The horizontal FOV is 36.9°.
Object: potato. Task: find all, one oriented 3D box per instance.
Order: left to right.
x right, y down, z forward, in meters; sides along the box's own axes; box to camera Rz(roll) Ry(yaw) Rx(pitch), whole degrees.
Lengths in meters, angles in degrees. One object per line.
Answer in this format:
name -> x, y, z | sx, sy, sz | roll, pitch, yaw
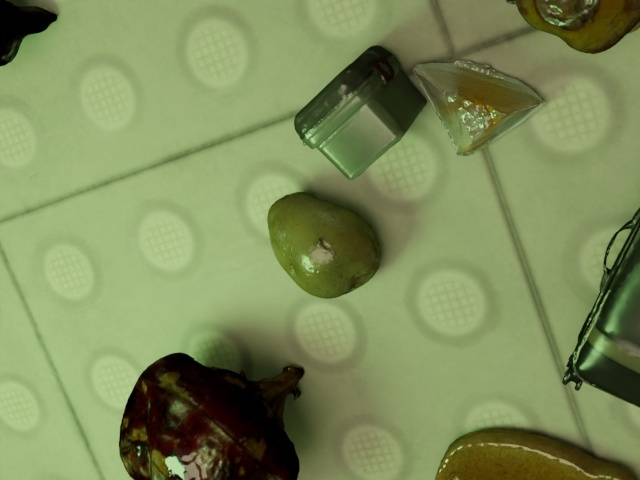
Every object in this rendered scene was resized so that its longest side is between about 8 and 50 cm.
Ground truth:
potato -> 0.000, 0.000, 1.568 | 0.194, 0.157, 0.157 | 49, 119, 16

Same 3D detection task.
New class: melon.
melon -> 0.220, -0.188, 1.432 | 0.203, 0.093, 0.139 | 23, 123, 20

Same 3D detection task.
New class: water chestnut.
water chestnut -> -0.169, 0.330, 1.673 | 0.335, 0.335, 0.347 | 43, 79, 5

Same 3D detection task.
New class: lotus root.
lotus root -> 0.330, -0.340, 1.233 | 0.199, 0.180, 0.188 | 36, 129, 13

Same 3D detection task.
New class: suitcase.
suitcase -> 0.530, 0.074, 1.332 | 0.283, 0.194, 0.433 | 26, 114, 13

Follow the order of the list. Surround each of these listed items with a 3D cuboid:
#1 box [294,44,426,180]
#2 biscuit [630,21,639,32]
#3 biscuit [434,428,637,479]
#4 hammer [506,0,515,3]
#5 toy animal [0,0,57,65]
box -> 0.062, -0.192, 1.431 | 0.129, 0.210, 0.148 | 47, 119, -6
biscuit -> 0.454, -0.364, 1.271 | 0.153, 0.030, 0.234 | 56, 137, 13
biscuit -> 0.359, 0.460, 1.610 | 0.344, 0.057, 0.287 | 12, 111, 19
hammer -> 0.337, -0.463, 1.319 | 0.111, 0.033, 0.287 | 15, 112, 19
toy animal -> -0.563, -0.426, 1.625 | 0.303, 0.194, 0.344 | 27, 121, 19
